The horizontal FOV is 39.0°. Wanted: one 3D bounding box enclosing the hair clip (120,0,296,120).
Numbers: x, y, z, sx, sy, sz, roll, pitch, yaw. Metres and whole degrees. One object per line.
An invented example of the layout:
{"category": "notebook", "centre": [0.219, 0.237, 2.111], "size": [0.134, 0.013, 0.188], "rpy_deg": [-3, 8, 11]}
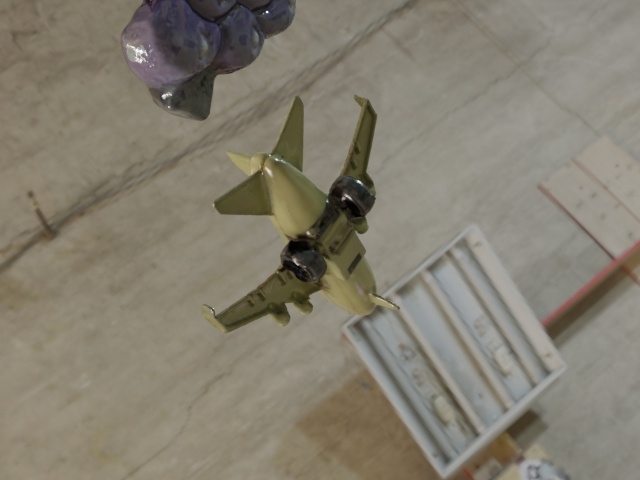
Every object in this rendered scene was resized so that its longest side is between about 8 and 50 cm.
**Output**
{"category": "hair clip", "centre": [-0.053, -0.154, 0.430], "size": [0.124, 0.052, 0.195], "rpy_deg": [7, -90, -59]}

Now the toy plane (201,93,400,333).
{"category": "toy plane", "centre": [0.000, 0.000, 0.752], "size": [0.229, 0.092, 0.244], "rpy_deg": [-55, -43, -18]}
